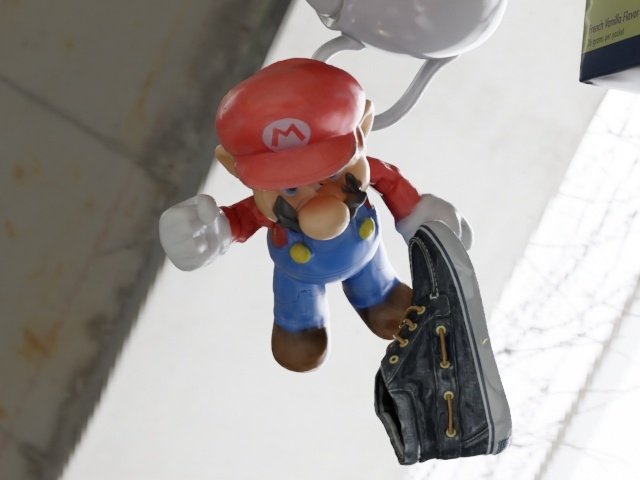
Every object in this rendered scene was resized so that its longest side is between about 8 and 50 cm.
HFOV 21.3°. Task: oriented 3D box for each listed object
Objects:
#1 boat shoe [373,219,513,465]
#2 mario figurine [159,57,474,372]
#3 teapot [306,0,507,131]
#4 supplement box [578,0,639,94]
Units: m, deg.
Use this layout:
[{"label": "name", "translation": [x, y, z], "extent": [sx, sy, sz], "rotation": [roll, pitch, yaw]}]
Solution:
[{"label": "boat shoe", "translation": [0.073, 0.070, 1.209], "extent": [0.083, 0.065, 0.183], "rotation": [-8, -117, -14]}, {"label": "mario figurine", "translation": [0.000, 0.000, 1.328], "extent": [0.170, 0.320, 0.198], "rotation": [25, -117, 28]}, {"label": "teapot", "translation": [0.048, -0.269, 1.540], "extent": [0.187, 0.252, 0.256], "rotation": [-13, -115, -14]}, {"label": "supplement box", "translation": [0.121, -0.080, 0.455], "extent": [0.056, 0.083, 0.083], "rotation": [170, -73, -68]}]
